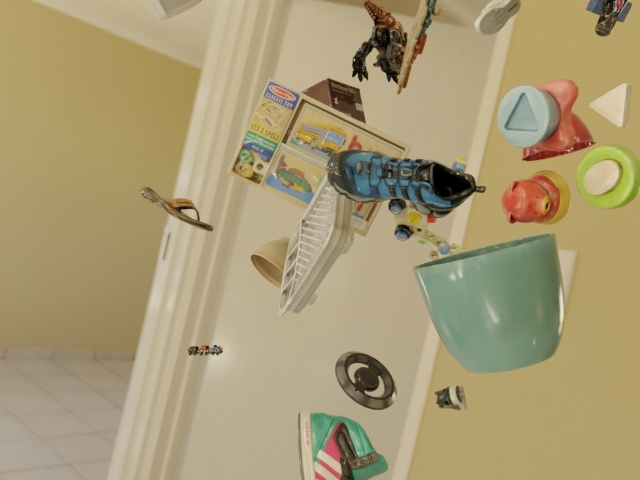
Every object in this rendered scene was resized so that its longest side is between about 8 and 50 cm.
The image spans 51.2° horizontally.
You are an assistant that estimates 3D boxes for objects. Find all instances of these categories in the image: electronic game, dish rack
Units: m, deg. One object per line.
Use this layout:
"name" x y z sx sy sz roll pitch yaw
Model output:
"electronic game" 0.151 0.458 2.197 0.229 0.048 0.229 22 33 -16
"dish rack" 0.000 0.000 1.535 0.073 0.332 0.285 19 45 -12

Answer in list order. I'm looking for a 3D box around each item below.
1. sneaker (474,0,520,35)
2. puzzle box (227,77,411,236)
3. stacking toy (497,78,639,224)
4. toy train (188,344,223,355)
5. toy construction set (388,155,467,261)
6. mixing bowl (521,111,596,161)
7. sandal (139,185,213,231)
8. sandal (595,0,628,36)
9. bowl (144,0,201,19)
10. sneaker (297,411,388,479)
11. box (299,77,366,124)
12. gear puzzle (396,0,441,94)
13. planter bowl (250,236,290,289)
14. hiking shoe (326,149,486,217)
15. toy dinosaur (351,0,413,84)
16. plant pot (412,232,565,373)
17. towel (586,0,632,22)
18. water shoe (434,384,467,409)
"sneaker" 0.627 -0.815 2.436 0.258 0.094 0.091 -37 31 -31
"puzzle box" -0.004 -0.213 1.743 0.409 0.272 0.052 24 13 -8
"stacking toy" 0.487 -0.180 1.368 0.131 0.308 0.280 -9 5 -36
"toy train" -0.400 0.380 2.324 0.158 0.036 0.027 -7 6 32
"toy construction set" 0.295 -0.073 1.793 0.215 0.327 0.151 1 32 20
"mixing bowl" 0.585 -0.268 1.678 0.182 0.098 0.181 -12 -5 -1
"sandal" -0.373 -0.091 1.758 0.219 0.060 0.090 32 -1 12
"sandal" 0.845 -0.681 1.933 0.040 0.179 0.067 -6 30 -42
"bowl" -0.336 -0.577 1.517 0.053 0.142 0.142 52 -12 41
"sneaker" 0.050 0.491 1.354 0.179 0.295 0.123 -3 -27 -5
"box" 0.031 -0.379 2.131 0.167 0.203 0.169 -18 -15 40
"gear puzzle" 0.241 -0.484 1.673 0.044 0.175 0.339 15 -30 -1
"planter bowl" -0.111 0.058 1.961 0.162 0.109 0.162 33 -23 16
"hiking shoe" 0.162 -0.130 1.307 0.304 0.113 0.132 9 -19 -24
"toy dinosaur" 0.191 -0.601 2.045 0.322 0.218 0.164 37 -22 -33
"plant pot" 0.358 0.133 1.358 0.293 0.235 0.293 -15 -1 0
"towel" 0.884 -0.717 2.046 0.120 0.067 0.029 21 35 1
"water shoe" 0.385 0.466 1.989 0.080 0.072 0.203 -13 -25 15
